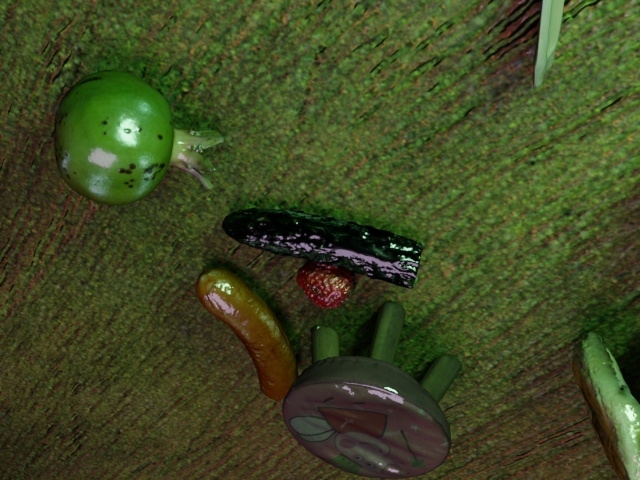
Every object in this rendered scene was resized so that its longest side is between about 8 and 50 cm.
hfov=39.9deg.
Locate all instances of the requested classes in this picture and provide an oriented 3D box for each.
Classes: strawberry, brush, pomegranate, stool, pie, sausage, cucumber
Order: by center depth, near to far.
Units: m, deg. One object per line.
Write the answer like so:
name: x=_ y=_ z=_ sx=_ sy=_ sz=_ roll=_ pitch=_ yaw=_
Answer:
brush: x=0.232 y=-0.306 z=0.908 sx=0.050 sy=0.060 sz=0.321 roll=17 pitch=139 yaw=22
pomegranate: x=-0.246 y=-0.131 z=1.193 sx=0.224 sy=0.181 sz=0.181 roll=11 pitch=142 yaw=-23
pie: x=0.442 y=0.282 z=1.273 sx=0.075 sy=0.337 sz=0.337 roll=-27 pitch=124 yaw=8
cucumber: x=0.000 y=0.000 z=1.293 sx=0.304 sy=0.072 sz=0.081 roll=14 pitch=138 yaw=6
strawberry: x=0.009 y=0.063 z=1.356 sx=0.096 sy=0.083 sz=0.083 roll=10 pitch=137 yaw=21
stool: x=0.087 y=0.247 z=1.435 sx=0.272 sy=0.178 sz=0.272 roll=10 pitch=137 yaw=10
sausage: x=-0.110 y=0.159 z=1.493 sx=0.103 sy=0.076 sz=0.302 roll=-6 pitch=132 yaw=25
